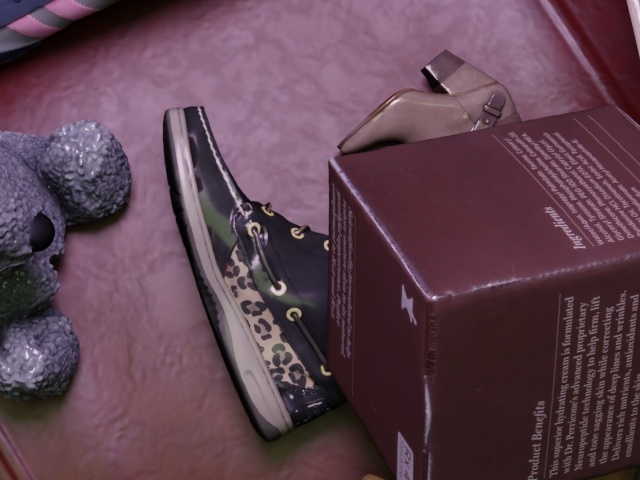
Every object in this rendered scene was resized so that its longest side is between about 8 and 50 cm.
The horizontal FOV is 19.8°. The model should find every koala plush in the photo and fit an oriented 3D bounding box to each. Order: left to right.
[{"bbox_3d":[-0.244,-0.012,1.183,0.203,0.221,0.196,15,82,0],"label":"koala plush"}]

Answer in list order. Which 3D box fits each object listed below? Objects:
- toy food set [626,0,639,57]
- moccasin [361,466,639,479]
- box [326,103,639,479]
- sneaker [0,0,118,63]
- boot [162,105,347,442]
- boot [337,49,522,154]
[{"bbox_3d":[0.266,-0.176,1.216,0.092,0.220,0.306,-15,82,22],"label":"toy food set"},{"bbox_3d":[0.068,0.234,1.213,0.147,0.139,0.380,42,92,-5],"label":"moccasin"},{"bbox_3d":[0.125,0.039,1.130,0.203,0.167,0.168,-11,126,-17],"label":"box"},{"bbox_3d":[-0.178,-0.206,1.257,0.319,0.131,0.112,-24,85,-5],"label":"sneaker"},{"bbox_3d":[0.000,0.001,1.260,0.178,0.085,0.236,-19,91,-6],"label":"boot"},{"bbox_3d":[0.083,-0.074,1.296,0.118,0.042,0.087,-41,93,0],"label":"boot"}]
